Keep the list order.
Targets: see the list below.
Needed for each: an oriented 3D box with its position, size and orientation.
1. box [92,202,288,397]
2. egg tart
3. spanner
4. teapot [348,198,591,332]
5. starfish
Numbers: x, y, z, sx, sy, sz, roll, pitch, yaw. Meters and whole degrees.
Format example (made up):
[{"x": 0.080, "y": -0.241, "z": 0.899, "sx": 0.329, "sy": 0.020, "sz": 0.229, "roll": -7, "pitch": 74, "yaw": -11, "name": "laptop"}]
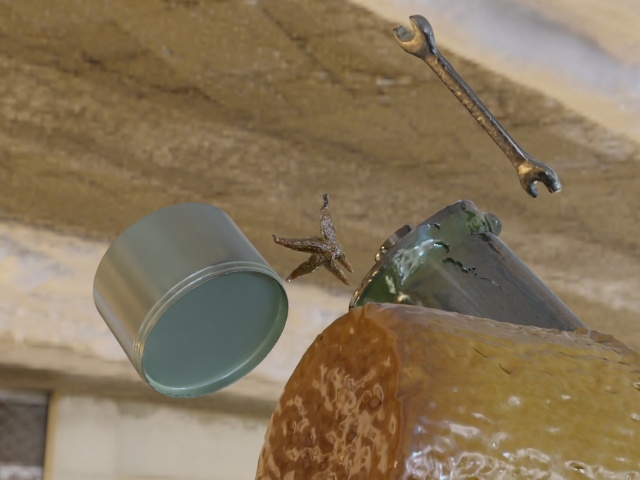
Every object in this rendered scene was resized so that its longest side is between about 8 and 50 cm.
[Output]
[{"x": -0.173, "y": 0.083, "z": 1.664, "sx": 0.226, "sy": 0.149, "sz": 0.226, "roll": -22, "pitch": 138, "yaw": -22, "name": "box"}, {"x": 0.069, "y": 0.131, "z": 0.637, "sx": 0.171, "sy": 0.215, "sz": 0.215, "roll": 22, "pitch": 157, "yaw": -23, "name": "egg tart"}, {"x": 0.168, "y": -0.144, "z": 1.333, "sx": 0.015, "sy": 0.254, "sz": 0.054, "roll": -34, "pitch": 170, "yaw": -34, "name": "spanner"}, {"x": 0.163, "y": 0.135, "z": 1.278, "sx": 0.270, "sy": 0.337, "sz": 0.200, "roll": -38, "pitch": 159, "yaw": -12, "name": "teapot"}, {"x": 0.001, "y": 0.002, "z": 1.704, "sx": 0.133, "sy": 0.130, "sz": 0.041, "roll": 3, "pitch": -164, "yaw": -26, "name": "starfish"}]
